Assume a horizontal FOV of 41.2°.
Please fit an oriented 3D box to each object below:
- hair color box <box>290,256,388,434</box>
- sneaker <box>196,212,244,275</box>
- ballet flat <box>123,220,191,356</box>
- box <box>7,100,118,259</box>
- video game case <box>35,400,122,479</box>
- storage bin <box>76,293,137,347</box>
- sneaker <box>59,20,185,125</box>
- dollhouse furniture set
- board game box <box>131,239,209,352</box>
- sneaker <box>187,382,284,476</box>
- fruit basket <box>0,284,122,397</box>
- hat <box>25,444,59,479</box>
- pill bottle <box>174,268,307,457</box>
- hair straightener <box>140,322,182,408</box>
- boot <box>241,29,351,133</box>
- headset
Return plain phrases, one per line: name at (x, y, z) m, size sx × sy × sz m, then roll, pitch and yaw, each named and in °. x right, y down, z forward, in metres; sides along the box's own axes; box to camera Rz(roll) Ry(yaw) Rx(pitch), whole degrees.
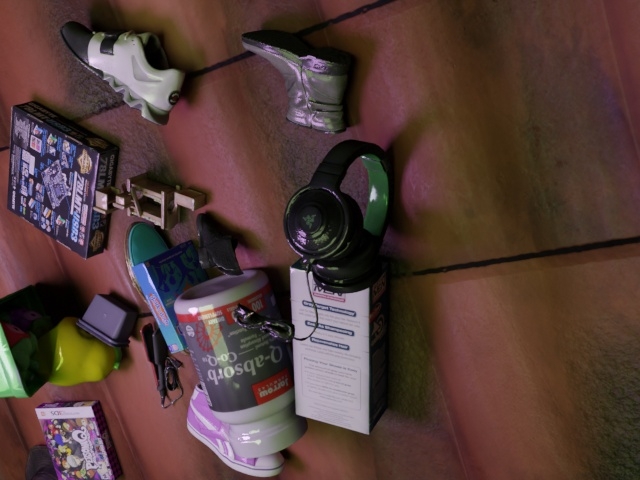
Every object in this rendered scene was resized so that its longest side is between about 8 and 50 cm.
hair color box at (0.041, 0.203, 1.715) m, size 0.174 × 0.105 × 0.347 m, roll 10°, pitch 117°, yaw 24°
sneaker at (-0.218, 0.006, 1.840) m, size 0.089 × 0.170 × 0.051 m, roll -11°, pitch 144°, yaw 4°
ballet flat at (-0.374, 0.121, 1.993) m, size 0.342 × 0.116 × 0.124 m, roll 60°, pitch 148°, yaw -5°
box at (-0.633, -0.147, 2.067) m, size 0.293 × 0.073 × 0.295 m, roll 27°, pitch 121°, yaw 22°
video game case at (-0.677, 0.563, 2.384) m, size 0.210 × 0.042 × 0.232 m, roll -7°, pitch 104°, yaw 27°
storage bin at (-0.521, 0.196, 2.126) m, size 0.135 × 0.098 × 0.091 m, roll 29°, pitch 95°, yaw 22°
sneaker at (-0.408, -0.394, 1.802) m, size 0.330 × 0.122 × 0.146 m, roll 39°, pitch 108°, yaw 16°
dollhouse furniture set at (-0.374, -0.059, 1.870) m, size 0.182 × 0.161 × 0.101 m, roll 20°, pitch 119°, yaw 28°
board game box at (-0.311, 0.123, 1.902) m, size 0.047 × 0.160 × 0.210 m, roll -19°, pitch 98°, yaw 37°
sneaker at (-0.197, 0.430, 1.990) m, size 0.282 × 0.102 × 0.161 m, roll 25°, pitch 118°, yaw 24°
fruit basket at (-0.707, 0.256, 2.154) m, size 0.392 × 0.392 × 0.282 m, roll -14°, pitch 97°, yaw 37°
hat at (-0.811, 0.778, 2.524) m, size 0.331 × 0.134 × 0.331 m, roll 14°, pitch 116°, yaw 30°
pill bottle at (-0.160, 0.261, 1.825) m, size 0.210 × 0.210 × 0.362 m, roll -11°, pitch 103°, yaw 36°
hair straightener at (-0.387, 0.317, 2.102) m, size 0.089 × 0.047 × 0.230 m, roll 10°, pitch 114°, yaw 31°
boot at (-0.055, -0.296, 1.614) m, size 0.246 × 0.083 × 0.161 m, roll 25°, pitch 127°, yaw 25°
headset at (0.000, 0.000, 1.514) m, size 0.185 × 0.394 × 0.243 m, roll 13°, pitch 154°, yaw 29°
